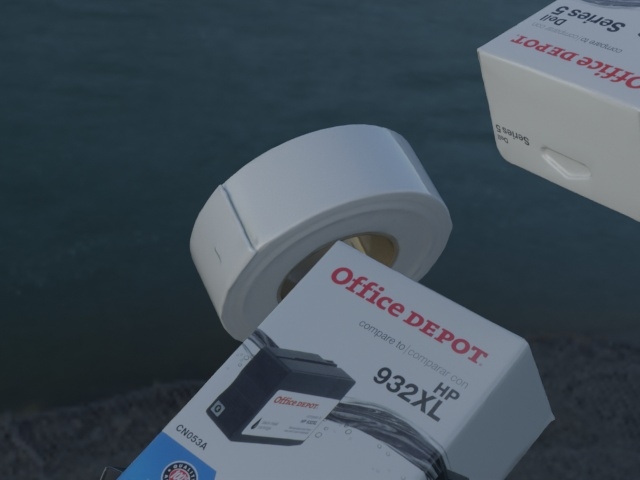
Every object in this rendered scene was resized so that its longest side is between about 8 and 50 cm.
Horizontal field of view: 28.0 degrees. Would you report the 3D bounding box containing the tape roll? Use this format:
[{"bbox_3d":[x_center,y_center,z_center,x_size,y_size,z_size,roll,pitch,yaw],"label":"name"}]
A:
[{"bbox_3d":[0.000,0.000,1.440,0.286,0.286,0.100,-9,57,-29],"label":"tape roll"}]

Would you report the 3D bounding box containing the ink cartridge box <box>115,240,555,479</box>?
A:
[{"bbox_3d":[0.013,0.180,1.090,0.223,0.129,0.307,29,67,36],"label":"ink cartridge box"}]

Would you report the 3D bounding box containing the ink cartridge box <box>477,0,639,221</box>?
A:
[{"bbox_3d":[0.302,-0.153,1.087,0.273,0.114,0.198,-33,36,-20],"label":"ink cartridge box"}]

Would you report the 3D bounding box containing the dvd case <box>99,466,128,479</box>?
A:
[{"bbox_3d":[-0.220,0.348,1.457,0.030,0.179,0.239,18,-7,18],"label":"dvd case"}]
